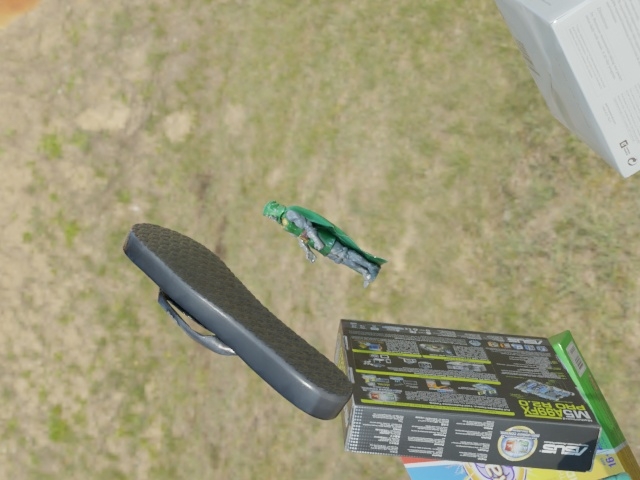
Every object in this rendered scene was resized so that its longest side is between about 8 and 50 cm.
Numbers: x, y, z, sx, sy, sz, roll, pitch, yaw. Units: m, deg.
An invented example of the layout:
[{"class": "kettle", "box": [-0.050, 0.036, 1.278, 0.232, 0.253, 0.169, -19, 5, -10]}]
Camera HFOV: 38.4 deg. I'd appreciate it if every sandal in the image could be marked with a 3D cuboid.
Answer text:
[{"class": "sandal", "box": [-0.086, 0.072, 0.797, 0.254, 0.097, 0.054, 41, 106, 19]}]

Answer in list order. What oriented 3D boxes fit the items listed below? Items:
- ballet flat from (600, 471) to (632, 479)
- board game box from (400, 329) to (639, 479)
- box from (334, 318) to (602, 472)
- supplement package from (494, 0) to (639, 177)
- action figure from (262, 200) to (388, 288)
[{"class": "ballet flat", "box": [0.342, 0.304, 0.838, 0.087, 0.247, 0.083, -48, 1, 21]}, {"class": "board game box", "box": [0.274, 0.301, 1.356, 0.316, 0.064, 0.242, -29, 88, 31]}, {"class": "box", "box": [0.156, 0.172, 1.059, 0.216, 0.269, 0.060, -98, 15, -69]}, {"class": "supplement package", "box": [0.355, -0.245, 0.965, 0.262, 0.199, 0.198, -32, 29, 7]}, {"class": "action figure", "box": [0.000, 0.000, 1.626, 0.064, 0.232, 0.137, -58, 1, -21]}]
